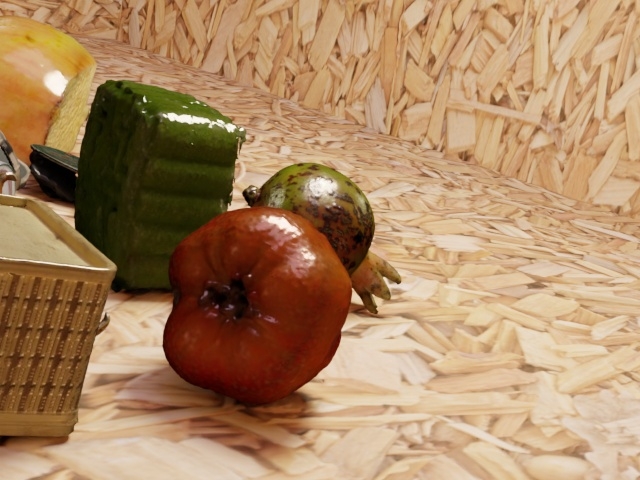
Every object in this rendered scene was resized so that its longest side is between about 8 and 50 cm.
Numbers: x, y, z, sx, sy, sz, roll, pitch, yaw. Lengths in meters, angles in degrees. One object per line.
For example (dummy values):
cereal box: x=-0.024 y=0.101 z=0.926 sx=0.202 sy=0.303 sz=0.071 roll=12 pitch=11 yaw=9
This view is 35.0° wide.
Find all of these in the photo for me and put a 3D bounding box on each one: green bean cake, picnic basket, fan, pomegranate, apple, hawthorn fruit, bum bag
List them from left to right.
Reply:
picnic basket: x=-0.371 y=0.055 z=0.874 sx=0.312 sy=0.175 sz=0.228 roll=9 pitch=14 yaw=-38
apple: x=-0.600 y=-0.266 z=1.870 sx=0.309 sy=0.314 sz=0.252 roll=20 pitch=-29 yaw=-1
bum bag: x=-0.445 y=-0.109 z=1.684 sx=0.087 sy=0.049 sz=0.198 roll=35 pitch=6 yaw=-21
fan: x=-0.334 y=-0.094 z=1.666 sx=0.294 sy=0.012 sz=0.223 roll=27 pitch=5 yaw=27
green bean cake: x=-0.230 y=-0.078 z=1.357 sx=0.156 sy=0.247 sz=0.250 roll=5 pitch=17 yaw=-33
hawthorn fruit: x=-0.056 y=0.071 z=1.098 sx=0.207 sy=0.208 sz=0.243 roll=20 pitch=1 yaw=20
pomegranate: x=-0.006 y=0.010 z=1.451 sx=0.198 sy=0.246 sz=0.198 roll=-22 pitch=16 yaw=7

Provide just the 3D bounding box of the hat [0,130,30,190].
hat: x=-0.517 y=-0.154 z=1.443 sx=0.161 sy=0.232 sz=0.275 roll=-13 pitch=37 yaw=-10

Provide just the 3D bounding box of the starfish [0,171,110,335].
starfish: x=-0.306 y=0.021 z=1.093 sx=0.074 sy=0.190 sz=0.146 roll=-32 pitch=27 yaw=-17

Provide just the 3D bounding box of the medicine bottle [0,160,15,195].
medicine bottle: x=-0.510 y=-0.067 z=1.259 sx=0.225 sy=0.139 sz=0.139 roll=15 pitch=14 yaw=4
